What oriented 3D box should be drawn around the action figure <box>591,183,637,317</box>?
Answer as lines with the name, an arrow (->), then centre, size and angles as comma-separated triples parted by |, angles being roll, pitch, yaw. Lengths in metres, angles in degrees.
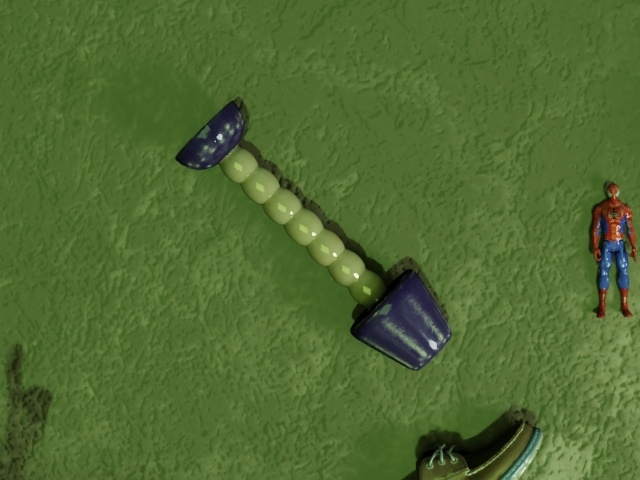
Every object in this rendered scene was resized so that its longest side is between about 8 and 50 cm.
action figure -> 0.252, 0.009, 1.688 | 0.038, 0.030, 0.115 | -2, 95, 7

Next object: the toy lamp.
toy lamp -> 0.000, 0.000, 1.670 | 0.080, 0.080, 0.275 | -44, 93, 6

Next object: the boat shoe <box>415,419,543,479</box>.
boat shoe -> 0.110, 0.211, 1.698 | 0.183, 0.066, 0.066 | -42, 93, 6
